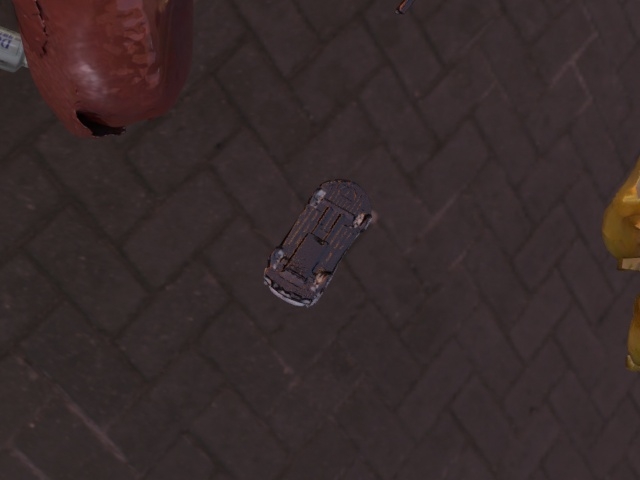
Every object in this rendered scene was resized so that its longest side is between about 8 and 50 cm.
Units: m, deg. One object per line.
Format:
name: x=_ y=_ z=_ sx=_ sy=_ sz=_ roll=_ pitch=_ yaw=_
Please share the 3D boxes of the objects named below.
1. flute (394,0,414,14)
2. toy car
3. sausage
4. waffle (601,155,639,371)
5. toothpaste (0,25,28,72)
flute: x=0.167 y=-0.361 z=1.133 sx=0.014 sy=0.014 sz=0.269 roll=40 pitch=84 yaw=-34
toy car: x=0.000 y=0.000 z=0.636 sx=0.041 sy=0.025 sz=0.093 roll=31 pitch=61 yaw=6
sausage: x=-0.184 y=-0.202 z=0.847 sx=0.152 sy=0.152 sz=0.279 roll=-41 pitch=157 yaw=-27
waffle: x=0.239 y=0.006 z=0.347 sx=0.280 sy=0.060 sz=0.262 roll=39 pitch=105 yaw=-11
toothpaste: x=-0.391 y=-0.222 z=1.035 sx=0.218 sy=0.041 sz=0.064 roll=19 pitch=49 yaw=-23
